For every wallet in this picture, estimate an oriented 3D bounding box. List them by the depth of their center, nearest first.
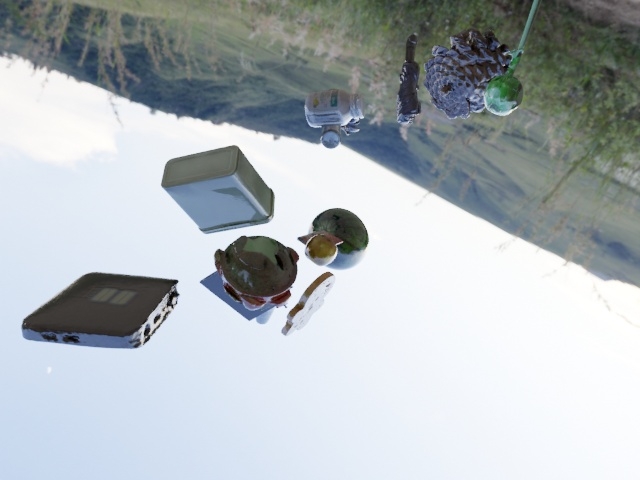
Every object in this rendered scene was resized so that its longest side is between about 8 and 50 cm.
[{"bbox_3d":[0.000,0.000,1.938,0.103,0.020,0.196,33,-155,22],"label":"wallet"}]

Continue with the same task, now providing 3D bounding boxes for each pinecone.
[{"bbox_3d":[0.527,-0.604,1.766,0.242,0.296,0.298,-114,2,-52],"label":"pinecone"}]

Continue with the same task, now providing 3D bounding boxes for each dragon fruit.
[{"bbox_3d":[-0.192,0.084,1.550,0.268,0.130,0.295,-5,-138,-10],"label":"dragon fruit"}]

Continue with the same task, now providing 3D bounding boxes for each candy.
[{"bbox_3d":[0.505,-0.483,1.272,0.097,0.323,0.097,16,-169,-3],"label":"candy"}]

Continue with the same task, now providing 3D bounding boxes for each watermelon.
[{"bbox_3d":[0.096,-0.006,2.654,0.363,0.363,0.363,25,-163,-8],"label":"watermelon"}]

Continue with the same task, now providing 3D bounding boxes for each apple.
[{"bbox_3d":[-0.003,0.033,1.667,0.114,0.102,0.099,23,159,47],"label":"apple"}]

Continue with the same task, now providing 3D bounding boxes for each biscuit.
[{"bbox_3d":[-0.054,0.280,2.243,0.052,0.355,0.275,39,-153,20],"label":"biscuit"}]

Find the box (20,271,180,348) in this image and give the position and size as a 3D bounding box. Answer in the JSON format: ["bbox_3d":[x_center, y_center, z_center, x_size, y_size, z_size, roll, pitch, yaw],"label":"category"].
[{"bbox_3d":[-0.627,0.198,1.470,0.350,0.091,0.359,4,-160,5],"label":"box"}]

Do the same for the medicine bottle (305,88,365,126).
[{"bbox_3d":[0.059,-0.511,1.917,0.215,0.135,0.135,-1,-170,17],"label":"medicine bottle"}]

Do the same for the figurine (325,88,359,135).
[{"bbox_3d":[0.096,-0.637,2.453,0.265,0.175,0.197,40,-129,16],"label":"figurine"}]

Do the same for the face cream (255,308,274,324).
[{"bbox_3d":[-0.266,0.337,2.407,0.084,0.198,0.057,0,-127,-20],"label":"face cream"}]

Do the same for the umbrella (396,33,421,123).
[{"bbox_3d":[0.247,-0.440,1.367,0.071,0.248,0.071,5,169,1],"label":"umbrella"}]

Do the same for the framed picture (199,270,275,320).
[{"bbox_3d":[-0.313,0.207,2.113,0.324,0.244,0.013,47,-159,-36],"label":"framed picture"}]

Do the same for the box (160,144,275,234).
[{"bbox_3d":[-0.412,-0.203,2.042,0.344,0.352,0.177,58,-151,-54],"label":"box"}]

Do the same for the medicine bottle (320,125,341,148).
[{"bbox_3d":[0.046,-0.449,2.055,0.083,0.083,0.203,24,-151,-11],"label":"medicine bottle"}]
